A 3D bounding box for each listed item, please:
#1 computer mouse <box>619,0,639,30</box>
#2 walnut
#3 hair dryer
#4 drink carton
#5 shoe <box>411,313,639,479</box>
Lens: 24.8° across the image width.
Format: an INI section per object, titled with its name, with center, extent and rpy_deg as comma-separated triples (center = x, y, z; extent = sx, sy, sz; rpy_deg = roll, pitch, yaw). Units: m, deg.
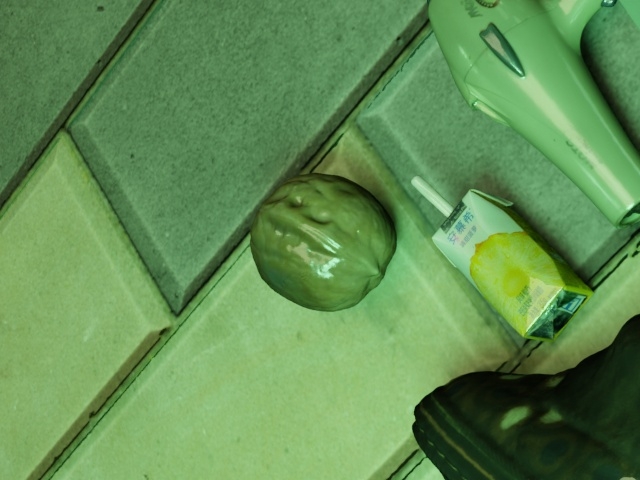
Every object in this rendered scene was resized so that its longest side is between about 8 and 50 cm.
[computer mouse]
center = 0.326, -0.234, 1.225
extent = 0.159, 0.097, 0.288
rpy_deg = -35, 85, 25
[walnut]
center = 0.000, 0.001, 1.494
extent = 0.162, 0.140, 0.140
rpy_deg = 28, 103, 29
[hair dryer]
center = 0.265, -0.163, 1.332
extent = 0.298, 0.119, 0.296
rpy_deg = -21, 77, 23
[drink carton]
center = 0.165, 0.007, 1.393
extent = 0.084, 0.074, 0.200
rpy_deg = -54, 54, 20
[shoe]
center = 0.232, 0.164, 1.228
extent = 0.237, 0.171, 0.384
rpy_deg = -43, 17, -5
